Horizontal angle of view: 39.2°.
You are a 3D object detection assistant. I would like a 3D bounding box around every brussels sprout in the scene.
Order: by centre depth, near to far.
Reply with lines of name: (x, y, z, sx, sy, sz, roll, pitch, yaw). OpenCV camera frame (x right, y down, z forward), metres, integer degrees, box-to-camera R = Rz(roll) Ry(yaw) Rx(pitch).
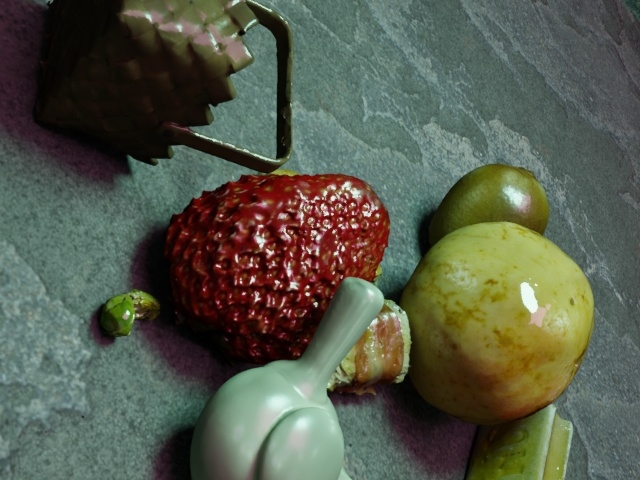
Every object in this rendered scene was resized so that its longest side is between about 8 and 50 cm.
brussels sprout: (-0.234, 0.086, 1.097, 0.051, 0.046, 0.083, 59, 27, -1)

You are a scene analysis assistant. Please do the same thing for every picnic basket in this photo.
picnic basket: (-0.170, -0.240, 1.148, 0.321, 0.291, 0.254, 19, 56, -33)

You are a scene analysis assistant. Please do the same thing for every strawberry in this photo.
strawberry: (-0.056, 0.028, 1.179, 0.261, 0.257, 0.261, 24, 60, -50)

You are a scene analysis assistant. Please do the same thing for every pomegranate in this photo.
pomegranate: (0.268, 0.136, 1.477, 0.342, 0.342, 0.343, 27, 51, -39)

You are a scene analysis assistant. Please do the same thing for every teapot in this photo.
teapot: (-0.042, 0.204, 1.085, 0.220, 0.149, 0.318, -8, 106, -46)

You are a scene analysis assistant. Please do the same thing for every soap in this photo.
soap: (0.319, 0.397, 1.482, 0.080, 0.160, 0.257, 49, 39, -17)

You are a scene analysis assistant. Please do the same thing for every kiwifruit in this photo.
kiwifruit: (0.313, -0.035, 1.655, 0.196, 0.234, 0.196, 37, 14, -11)

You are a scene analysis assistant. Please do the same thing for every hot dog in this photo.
hot dog: (0.048, 0.159, 1.350, 0.213, 0.103, 0.146, 6, 87, -39)

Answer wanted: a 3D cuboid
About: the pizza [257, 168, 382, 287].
pizza: (0.000, 0.000, 1.408, 0.292, 0.058, 0.197, 45, 42, -24)
